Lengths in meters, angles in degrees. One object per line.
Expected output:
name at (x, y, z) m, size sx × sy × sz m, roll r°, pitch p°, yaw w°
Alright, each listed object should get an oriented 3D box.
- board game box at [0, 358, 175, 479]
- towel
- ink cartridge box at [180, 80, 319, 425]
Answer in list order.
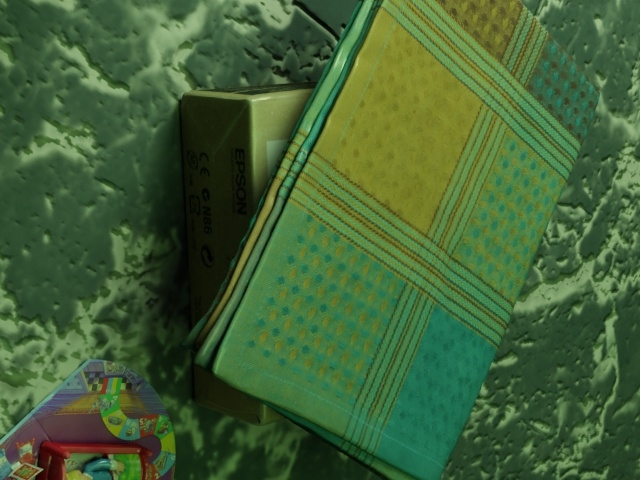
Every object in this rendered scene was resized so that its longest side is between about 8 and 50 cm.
board game box at (-0.159, 0.169, 0.887) m, size 0.169 × 0.033 × 0.133 m, roll -44°, pitch 123°, yaw -28°
towel at (0.071, -0.022, 0.942) m, size 0.271 × 0.040 × 0.370 m, roll 39°, pitch 69°, yaw -40°
ink cartridge box at (0.000, 0.000, 0.965) m, size 0.193 × 0.088 × 0.234 m, roll -11°, pitch 104°, yaw -39°
